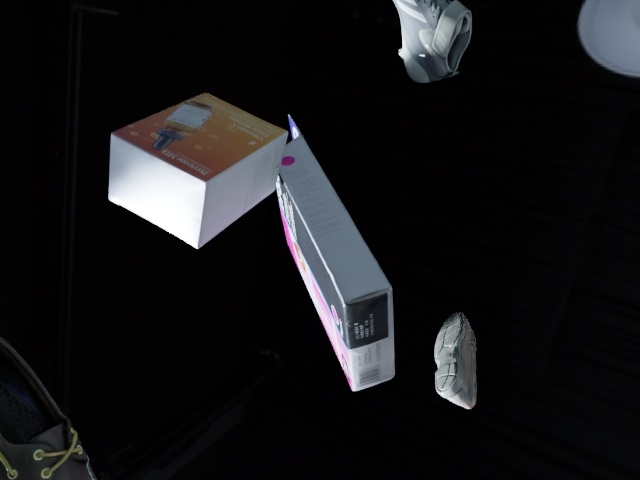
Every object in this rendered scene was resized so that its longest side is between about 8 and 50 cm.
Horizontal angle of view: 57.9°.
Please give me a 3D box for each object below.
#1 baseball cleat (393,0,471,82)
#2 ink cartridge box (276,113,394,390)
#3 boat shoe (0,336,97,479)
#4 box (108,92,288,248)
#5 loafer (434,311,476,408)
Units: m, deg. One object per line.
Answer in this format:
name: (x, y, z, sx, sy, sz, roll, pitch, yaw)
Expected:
baseball cleat: (0.137, -0.309, 0.735, 0.072, 0.109, 0.206, -33, -67, -35)
ink cartridge box: (0.000, 0.000, 0.778, 0.069, 0.371, 0.176, -16, -45, -8)
boat shoe: (-0.255, 0.180, 0.504, 0.068, 0.228, 0.081, -44, -7, 21)
box: (-0.140, -0.090, 0.683, 0.170, 0.130, 0.091, -46, -21, -51)
loafer: (0.152, 0.132, 0.638, 0.045, 0.039, 0.125, -42, 14, 33)
